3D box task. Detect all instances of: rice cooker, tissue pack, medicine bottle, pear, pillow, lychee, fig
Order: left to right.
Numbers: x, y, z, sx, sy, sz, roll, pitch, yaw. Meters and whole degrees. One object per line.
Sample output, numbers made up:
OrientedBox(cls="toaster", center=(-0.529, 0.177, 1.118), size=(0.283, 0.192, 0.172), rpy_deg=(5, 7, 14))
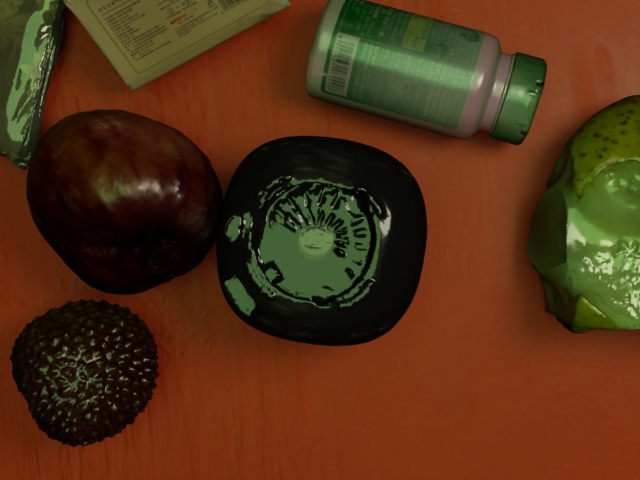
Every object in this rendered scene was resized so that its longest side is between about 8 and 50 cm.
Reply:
OrientedBox(cls="pillow", center=(-0.415, -0.235, 1.189), size=(0.169, 0.059, 0.255), rpy_deg=(17, 95, 6))
OrientedBox(cls="lychee", center=(-0.289, 0.161, 1.130), size=(0.188, 0.188, 0.188), rpy_deg=(0, 91, 6))
OrientedBox(cls="fig", center=(-0.242, -0.051, 1.101), size=(0.263, 0.224, 0.224), rpy_deg=(23, 94, 23))
OrientedBox(cls="tissue pack", center=(-0.176, -0.316, 1.101), size=(0.234, 0.159, 0.125), rpy_deg=(-27, 47, 7))
OrientedBox(cls="rice cooker", center=(0.000, 0.000, 1.067), size=(0.267, 0.224, 0.267), rpy_deg=(0, 93, 8))
OrientedBox(cls="medicine bottle", center=(0.128, -0.202, 1.094), size=(0.274, 0.133, 0.134), rpy_deg=(17, 93, 6))
OrientedBox(cls="pear", center=(0.395, -0.029, 1.053), size=(0.286, 0.176, 0.282), rpy_deg=(3, 90, 5))
